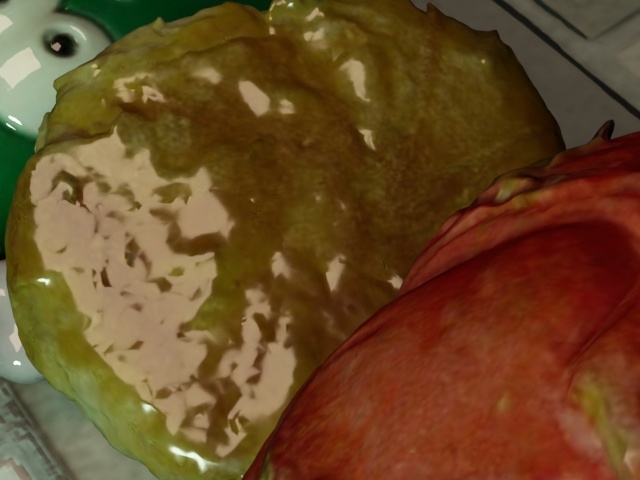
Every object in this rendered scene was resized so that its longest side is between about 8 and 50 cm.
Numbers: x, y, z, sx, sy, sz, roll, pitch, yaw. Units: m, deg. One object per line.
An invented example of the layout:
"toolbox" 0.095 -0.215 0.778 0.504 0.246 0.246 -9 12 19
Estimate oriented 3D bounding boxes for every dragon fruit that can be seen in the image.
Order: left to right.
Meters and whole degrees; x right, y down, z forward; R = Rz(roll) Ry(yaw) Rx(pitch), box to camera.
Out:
"dragon fruit" 0.102 0.123 0.418 0.277 0.277 0.342 26 76 32

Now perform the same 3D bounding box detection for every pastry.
"pastry" 0.000 0.000 0.619 0.218 0.100 0.229 38 63 8

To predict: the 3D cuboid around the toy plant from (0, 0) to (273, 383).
"toy plant" -0.113 -0.063 0.732 0.233 0.112 0.243 29 61 15
